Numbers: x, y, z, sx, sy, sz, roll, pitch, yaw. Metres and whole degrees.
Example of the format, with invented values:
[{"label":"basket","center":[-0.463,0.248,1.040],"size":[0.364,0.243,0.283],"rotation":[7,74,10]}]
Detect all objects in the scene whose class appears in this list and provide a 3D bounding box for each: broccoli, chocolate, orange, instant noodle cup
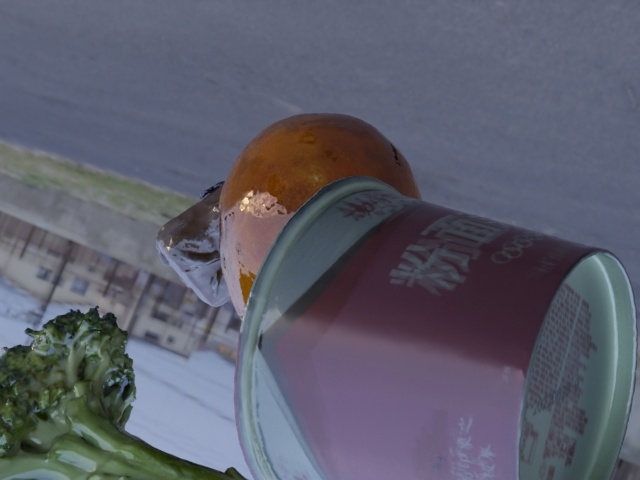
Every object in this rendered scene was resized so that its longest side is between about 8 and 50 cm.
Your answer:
[{"label":"broccoli","center":[-0.235,0.241,1.139],"size":[0.396,0.353,0.275],"rotation":[-13,163,1]},{"label":"chocolate","center":[-0.129,-0.001,1.494],"size":[0.148,0.214,0.093],"rotation":[52,179,-25]},{"label":"orange","center":[0.000,0.000,1.129],"size":[0.226,0.284,0.284],"rotation":[-8,-179,-12]},{"label":"instant noodle cup","center":[0.085,0.081,0.643],"size":[0.178,0.235,0.234],"rotation":[8,167,35]}]
